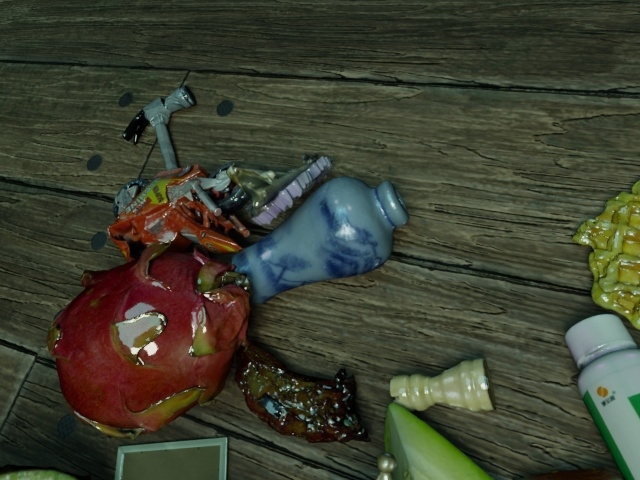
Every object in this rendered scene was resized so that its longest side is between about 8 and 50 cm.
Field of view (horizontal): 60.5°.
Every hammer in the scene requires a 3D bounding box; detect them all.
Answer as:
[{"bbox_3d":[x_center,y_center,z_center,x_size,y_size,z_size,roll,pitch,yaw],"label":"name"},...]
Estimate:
[{"bbox_3d":[-0.248,-0.102,0.977,0.152,0.044,0.427,-29,60,7],"label":"hammer"}]

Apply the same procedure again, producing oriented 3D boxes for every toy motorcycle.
[{"bbox_3d":[-0.228,-0.040,0.862,0.298,0.089,0.171,-4,57,30],"label":"toy motorcycle"}]

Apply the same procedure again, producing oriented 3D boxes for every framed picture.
[{"bbox_3d":[-0.212,0.357,0.769,0.183,0.011,0.142,-11,63,16],"label":"framed picture"}]

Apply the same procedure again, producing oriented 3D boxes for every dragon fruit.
[{"bbox_3d":[-0.240,0.137,0.759,0.315,0.250,0.250,-19,59,38],"label":"dragon fruit"}]

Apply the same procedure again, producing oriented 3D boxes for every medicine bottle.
[{"bbox_3d":[0.342,0.200,0.569,0.095,0.095,0.260,-22,47,10],"label":"medicine bottle"}]

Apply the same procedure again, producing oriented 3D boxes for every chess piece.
[{"bbox_3d":[0.151,0.185,0.686,0.122,0.066,0.066,-11,63,19],"label":"chess piece"}]

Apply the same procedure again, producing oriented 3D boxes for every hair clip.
[{"bbox_3d":[-0.051,-0.085,0.791,0.106,0.292,0.084,-41,88,22],"label":"hair clip"}]

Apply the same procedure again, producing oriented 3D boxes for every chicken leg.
[{"bbox_3d":[-0.035,0.209,0.742,0.234,0.063,0.105,11,64,25],"label":"chicken leg"}]

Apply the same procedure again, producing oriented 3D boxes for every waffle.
[{"bbox_3d":[0.465,0.021,0.653,0.291,0.051,0.291,-8,63,16],"label":"waffle"}]

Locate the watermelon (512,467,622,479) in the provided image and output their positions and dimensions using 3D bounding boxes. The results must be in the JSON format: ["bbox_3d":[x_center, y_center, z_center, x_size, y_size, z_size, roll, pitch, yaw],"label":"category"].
[{"bbox_3d":[0.279,0.279,0.600,0.135,0.125,0.094,11,39,43],"label":"watermelon"}]

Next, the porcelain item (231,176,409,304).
[{"bbox_3d":[0.000,0.000,0.792,0.259,0.141,0.141,-26,60,17],"label":"porcelain item"}]

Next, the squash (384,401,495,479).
[{"bbox_3d":[0.127,0.349,0.586,0.289,0.111,0.203,34,49,26],"label":"squash"}]

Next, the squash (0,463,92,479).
[{"bbox_3d":[-0.470,0.449,0.687,0.309,0.310,0.310,-19,60,29],"label":"squash"}]

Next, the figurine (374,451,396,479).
[{"bbox_3d":[0.058,0.383,0.523,0.166,0.207,0.386,9,92,25],"label":"figurine"}]
